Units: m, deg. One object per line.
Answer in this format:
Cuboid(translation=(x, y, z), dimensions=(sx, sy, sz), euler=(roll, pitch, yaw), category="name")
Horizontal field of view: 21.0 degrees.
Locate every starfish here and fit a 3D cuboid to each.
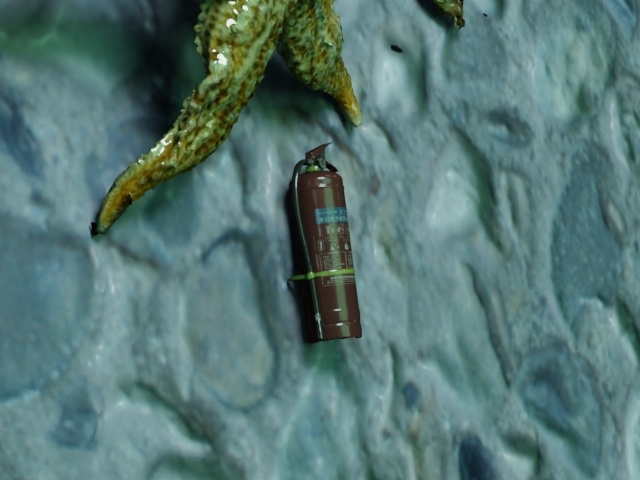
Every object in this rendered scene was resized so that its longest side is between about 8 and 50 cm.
Cuboid(translation=(-0.045, -0.191, 1.017), dimensions=(0.347, 0.078, 0.358), euler=(-31, 127, -42), category="starfish")

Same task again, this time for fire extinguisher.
Cuboid(translation=(0.000, 0.000, 1.124), dimensions=(0.056, 0.039, 0.132), euler=(1, 80, -58), category="fire extinguisher")

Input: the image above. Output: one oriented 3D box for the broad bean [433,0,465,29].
Cuboid(translation=(0.102, -0.311, 1.309), dimensions=(0.144, 0.049, 0.292), euler=(43, 54, -42), category="broad bean")
